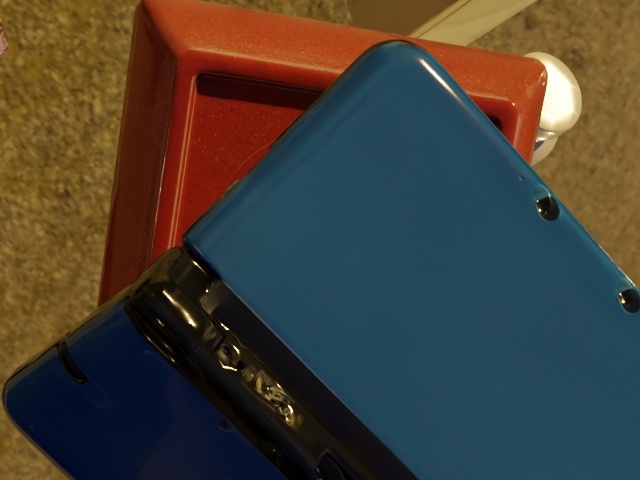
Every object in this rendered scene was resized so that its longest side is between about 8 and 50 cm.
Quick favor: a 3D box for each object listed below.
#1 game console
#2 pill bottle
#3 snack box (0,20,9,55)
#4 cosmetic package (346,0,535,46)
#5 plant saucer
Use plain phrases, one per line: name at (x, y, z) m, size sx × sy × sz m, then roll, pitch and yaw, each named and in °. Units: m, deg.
game console at (0.027, 0.093, 0.581) m, size 0.250 × 0.293 × 0.173 m, roll -33°, pitch -165°, yaw 43°
pill bottle at (0.137, -0.090, 0.892) m, size 0.087 × 0.087 × 0.160 m, roll -35°, pitch -179°, yaw -30°
snack box at (-0.553, -0.337, 1.724) m, size 0.100 × 0.037 × 0.141 m, roll -48°, pitch 149°, yaw -35°
cosmetic package at (0.140, -0.280, 0.932) m, size 0.113 × 0.160 × 0.309 m, roll -13°, pitch 172°, yaw -31°
plant saucer at (0.000, 0.000, 0.667) m, size 0.258 × 0.048 × 0.259 m, roll 8°, pitch 102°, yaw -9°
